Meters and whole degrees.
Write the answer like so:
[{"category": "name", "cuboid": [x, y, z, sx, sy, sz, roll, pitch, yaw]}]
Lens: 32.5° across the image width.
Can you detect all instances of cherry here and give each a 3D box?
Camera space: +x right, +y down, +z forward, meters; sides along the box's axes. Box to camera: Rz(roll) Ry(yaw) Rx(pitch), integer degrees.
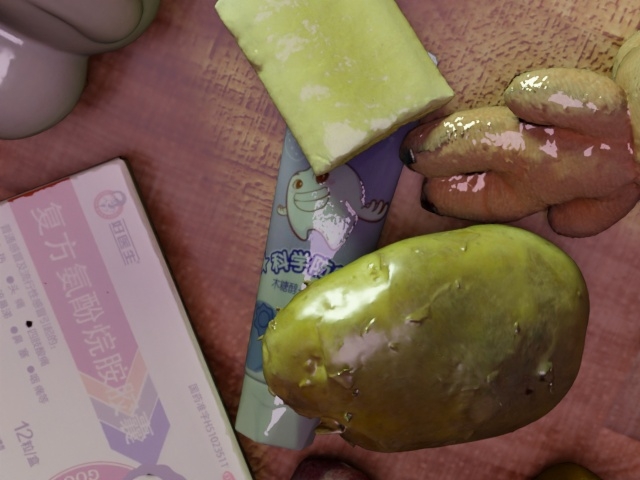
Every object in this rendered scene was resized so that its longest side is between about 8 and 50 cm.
[{"category": "cherry", "cuboid": [0.029, 0.295, 0.989, 0.107, 0.090, 0.225, -29, 56, 7]}]

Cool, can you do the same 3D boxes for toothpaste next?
[{"category": "toothpaste", "cuboid": [0.000, 0.000, 0.989, 0.125, 0.080, 0.371, 15, 94, 4]}]

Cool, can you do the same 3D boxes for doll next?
[{"category": "doll", "cuboid": [-0.251, -0.189, 0.880, 0.221, 0.251, 0.221, -4, 77, 17]}, {"category": "doll", "cuboid": [0.224, -0.100, 0.932, 0.303, 0.156, 0.201, -4, 144, 22]}]

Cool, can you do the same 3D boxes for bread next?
[{"category": "bread", "cuboid": [0.011, -0.161, 0.933, 0.140, 0.060, 0.178, -30, 87, 0]}]

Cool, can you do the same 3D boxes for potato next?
[{"category": "potato", "cuboid": [0.095, 0.087, 0.927, 0.296, 0.141, 0.191, -7, 108, -17]}]

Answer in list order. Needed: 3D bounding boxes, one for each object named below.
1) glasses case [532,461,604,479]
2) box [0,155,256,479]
[{"category": "glasses case", "cuboid": [0.164, 0.382, 0.997, 0.141, 0.173, 0.371, 39, 101, -6]}, {"category": "box", "cuboid": [-0.212, 0.124, 0.995, 0.214, 0.069, 0.353, -21, 99, -5]}]
